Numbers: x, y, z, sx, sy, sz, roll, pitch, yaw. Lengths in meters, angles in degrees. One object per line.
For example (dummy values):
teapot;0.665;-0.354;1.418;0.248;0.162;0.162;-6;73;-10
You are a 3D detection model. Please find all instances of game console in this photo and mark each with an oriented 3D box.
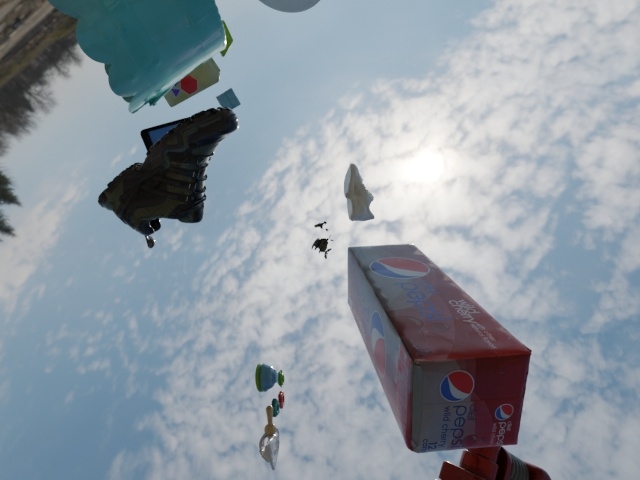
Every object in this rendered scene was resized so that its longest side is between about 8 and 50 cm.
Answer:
game console;-0.388;-0.254;1.104;0.143;0.085;0.124;-25;-133;-24

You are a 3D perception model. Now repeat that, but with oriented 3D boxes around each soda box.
soda box;0.093;0.081;0.416;0.092;0.084;0.263;-2;-162;-6

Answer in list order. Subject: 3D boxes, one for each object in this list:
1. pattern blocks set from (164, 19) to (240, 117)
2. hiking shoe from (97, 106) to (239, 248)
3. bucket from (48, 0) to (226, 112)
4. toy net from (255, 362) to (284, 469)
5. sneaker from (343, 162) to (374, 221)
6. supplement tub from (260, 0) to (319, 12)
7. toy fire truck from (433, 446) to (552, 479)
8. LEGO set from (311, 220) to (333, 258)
pattern blocks set;-0.337;-0.423;0.946;0.285;0.325;0.026;-26;-152;-15
hiking shoe;-0.184;-0.086;0.559;0.226;0.114;0.086;-33;-157;17
bucket;-0.277;-0.351;0.589;0.183;0.281;0.281;-33;-142;-10
toy net;-0.121;0.417;0.980;0.045;0.122;0.233;-6;-122;7
sneaker;0.133;-0.156;1.357;0.080;0.094;0.213;121;-32;-62
supplement tub;-0.055;-0.733;0.948;0.240;0.241;0.332;-6;-116;36
toy fire truck;0.296;0.375;0.702;0.158;0.217;0.247;-9;-129;58
LEGO set;0.002;-0.002;0.878;0.023;0.054;0.083;22;-71;54
